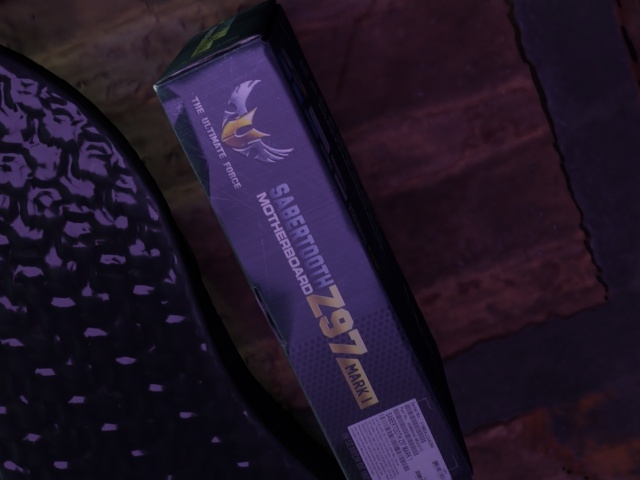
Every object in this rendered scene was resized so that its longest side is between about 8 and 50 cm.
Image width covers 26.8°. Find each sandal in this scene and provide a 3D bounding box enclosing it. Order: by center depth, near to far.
[{"bbox_3d":[-0.107,0.080,0.752,0.167,0.107,0.445,-30,116,6],"label":"sandal"}]

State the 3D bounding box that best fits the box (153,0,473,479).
[{"bbox_3d":[0.000,0.000,0.677,0.059,0.183,0.232,-24,103,5],"label":"box"}]
